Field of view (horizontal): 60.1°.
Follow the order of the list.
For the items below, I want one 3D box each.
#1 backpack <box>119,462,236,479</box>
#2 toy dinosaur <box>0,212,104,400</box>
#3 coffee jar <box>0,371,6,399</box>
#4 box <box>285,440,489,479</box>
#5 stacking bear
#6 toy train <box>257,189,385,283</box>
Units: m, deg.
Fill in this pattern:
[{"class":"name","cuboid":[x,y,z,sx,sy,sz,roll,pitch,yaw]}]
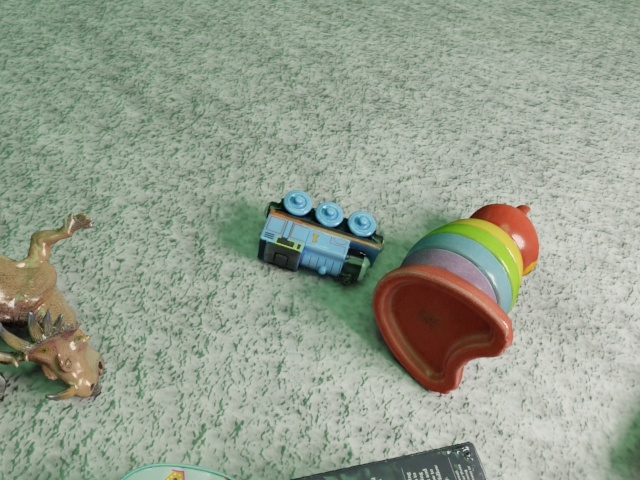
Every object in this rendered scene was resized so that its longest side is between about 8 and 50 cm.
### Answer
[{"class":"backpack","cuboid":[-0.138,0.300,0.499,0.166,0.144,0.188,8,49,1]},{"class":"toy dinosaur","cuboid":[-0.380,0.061,0.619,0.296,0.127,0.200,12,43,-14]},{"class":"coffee jar","cuboid":[-0.445,0.136,0.596,0.184,0.079,0.096,30,54,10]},{"class":"box","cuboid":[0.053,0.289,0.541,0.207,0.153,0.108,-7,55,-15]},{"class":"stacking bear","cuboid":[0.214,0.042,0.771,0.164,0.175,0.289,43,47,12]},{"class":"toy train","cuboid":[0.000,0.000,0.802,0.184,0.080,0.105,18,61,-1]}]
